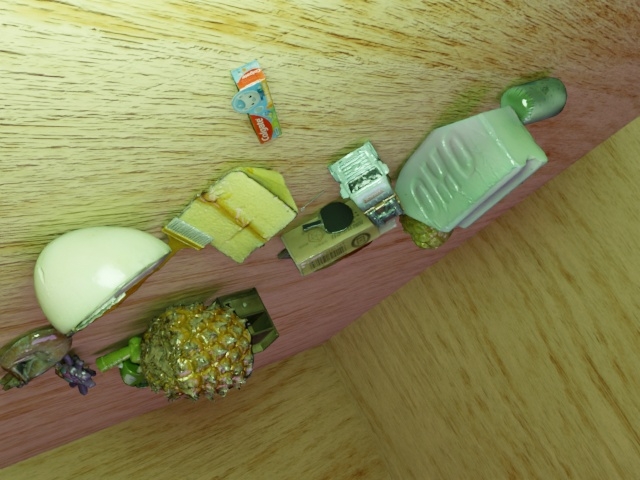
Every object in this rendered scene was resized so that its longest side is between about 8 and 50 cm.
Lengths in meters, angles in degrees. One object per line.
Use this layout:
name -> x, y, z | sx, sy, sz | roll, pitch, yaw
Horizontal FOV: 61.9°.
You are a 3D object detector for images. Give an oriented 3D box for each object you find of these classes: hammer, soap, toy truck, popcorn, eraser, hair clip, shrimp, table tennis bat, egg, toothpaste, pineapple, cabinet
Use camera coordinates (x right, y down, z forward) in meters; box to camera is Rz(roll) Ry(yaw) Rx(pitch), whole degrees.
hammer -> 0.583, -0.364, 1.644 | 0.207, 0.118, 0.335 | -19, 167, -26
soap -> 0.400, -0.194, 1.552 | 0.156, 0.261, 0.446 | -19, 161, -32
toy truck -> -0.644, 0.410, 1.859 | 0.187, 0.148, 0.210 | -33, 142, 5
popcorn -> 0.425, -0.093, 2.011 | 0.252, 0.206, 0.237 | -38, 150, -10
eraser -> 0.058, -0.028, 1.671 | 0.344, 0.144, 0.078 | -27, 139, -6
hair clip -> -0.790, 0.443, 1.749 | 0.090, 0.137, 0.278 | -61, 177, -25
shrimp -> -0.816, 0.333, 1.475 | 0.317, 0.077, 0.168 | -40, 150, 19
table tennis bat -> 0.021, -0.062, 1.625 | 0.158, 0.095, 0.014 | -18, 166, 3
egg -> -0.452, 0.052, 1.091 | 0.264, 0.174, 0.286 | -35, -174, 22
toothpaste -> -0.121, -0.239, 0.965 | 0.070, 0.044, 0.193 | -26, 163, -4
toy truck -> 0.138, -0.139, 1.462 | 0.136, 0.162, 0.305 | -32, 163, 9
pineapple -> -0.412, 0.369, 1.742 | 0.300, 0.352, 0.352 | 1, 147, -49
cabinet -> -0.293, 0.310, 1.982 | 0.175, 0.215, 0.148 | -11, 154, -43

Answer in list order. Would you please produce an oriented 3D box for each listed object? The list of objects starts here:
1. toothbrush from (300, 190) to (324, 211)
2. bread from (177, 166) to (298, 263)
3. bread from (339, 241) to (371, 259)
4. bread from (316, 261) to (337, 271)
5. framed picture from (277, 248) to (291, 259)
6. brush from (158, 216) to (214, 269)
toothbrush -> -0.023, -0.114, 1.541 | 0.097, 0.008, 0.006 | -38, 175, 25
bread -> -0.198, -0.053, 1.217 | 0.240, 0.135, 0.178 | -36, 160, 30
bread -> 0.090, 0.000, 1.825 | 0.191, 0.114, 0.132 | -21, 164, -9
bread -> 0.034, 0.050, 1.992 | 0.229, 0.033, 0.228 | -27, 161, -10
framed picture -> 0.000, 0.000, 1.886 | 0.209, 0.019, 0.281 | -40, 160, 31
brush -> -0.362, 0.023, 1.290 | 0.103, 0.013, 0.272 | 31, 140, -25
